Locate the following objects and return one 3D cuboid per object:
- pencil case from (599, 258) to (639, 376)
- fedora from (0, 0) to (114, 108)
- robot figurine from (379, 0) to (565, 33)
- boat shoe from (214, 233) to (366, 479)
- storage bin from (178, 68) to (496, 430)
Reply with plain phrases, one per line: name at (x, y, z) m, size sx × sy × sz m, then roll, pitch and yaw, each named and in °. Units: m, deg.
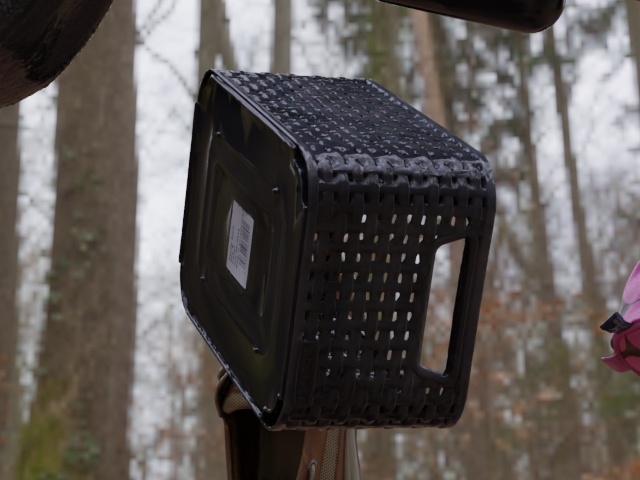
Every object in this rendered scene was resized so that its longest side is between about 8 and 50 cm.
pencil case at (0.286, 0.013, 1.354) m, size 0.095 × 0.209 × 0.098 m, roll 40°, pitch -36°, yaw -18°
fedora at (-0.251, -0.194, 1.242) m, size 0.334 × 0.334 × 0.152 m, roll -14°, pitch -28°, yaw 29°
robot figurine at (0.097, -0.236, 0.883) m, size 0.278 × 0.209 × 0.174 m, roll 11°, pitch -33°, yaw 11°
boat shoe at (-0.031, 0.126, 1.550) m, size 0.123 × 0.325 × 0.116 m, roll -12°, pitch -11°, yaw 32°
storage bin at (0.000, 0.000, 0.786) m, size 0.084 × 0.122 × 0.180 m, roll 2°, pitch 17°, yaw -18°
